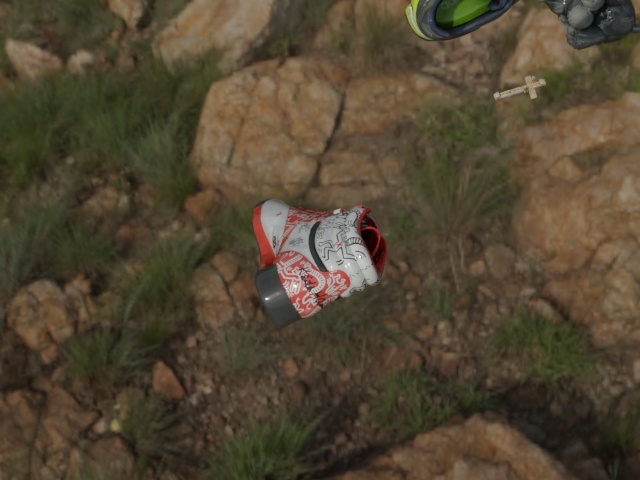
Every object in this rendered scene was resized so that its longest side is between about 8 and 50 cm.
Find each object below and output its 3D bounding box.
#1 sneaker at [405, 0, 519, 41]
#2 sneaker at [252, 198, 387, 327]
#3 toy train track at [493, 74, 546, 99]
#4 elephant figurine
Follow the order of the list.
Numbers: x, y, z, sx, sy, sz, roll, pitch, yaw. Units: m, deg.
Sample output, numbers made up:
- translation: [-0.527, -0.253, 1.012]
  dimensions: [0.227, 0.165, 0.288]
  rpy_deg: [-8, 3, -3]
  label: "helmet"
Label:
- translation: [0.252, -0.354, 1.302]
  dimensions: [0.300, 0.111, 0.121]
  rpy_deg: [-36, 21, 15]
  label: "sneaker"
- translation: [0.001, 0.001, 1.161]
  dimensions: [0.145, 0.090, 0.270]
  rpy_deg: [-24, 22, 6]
  label: "sneaker"
- translation: [0.319, -0.244, 1.581]
  dimensions: [0.083, 0.014, 0.048]
  rpy_deg: [-16, 55, 12]
  label: "toy train track"
- translation: [0.544, -0.508, 2.083]
  dimensions: [0.169, 0.186, 0.239]
  rpy_deg: [-32, 32, -1]
  label: "elephant figurine"
